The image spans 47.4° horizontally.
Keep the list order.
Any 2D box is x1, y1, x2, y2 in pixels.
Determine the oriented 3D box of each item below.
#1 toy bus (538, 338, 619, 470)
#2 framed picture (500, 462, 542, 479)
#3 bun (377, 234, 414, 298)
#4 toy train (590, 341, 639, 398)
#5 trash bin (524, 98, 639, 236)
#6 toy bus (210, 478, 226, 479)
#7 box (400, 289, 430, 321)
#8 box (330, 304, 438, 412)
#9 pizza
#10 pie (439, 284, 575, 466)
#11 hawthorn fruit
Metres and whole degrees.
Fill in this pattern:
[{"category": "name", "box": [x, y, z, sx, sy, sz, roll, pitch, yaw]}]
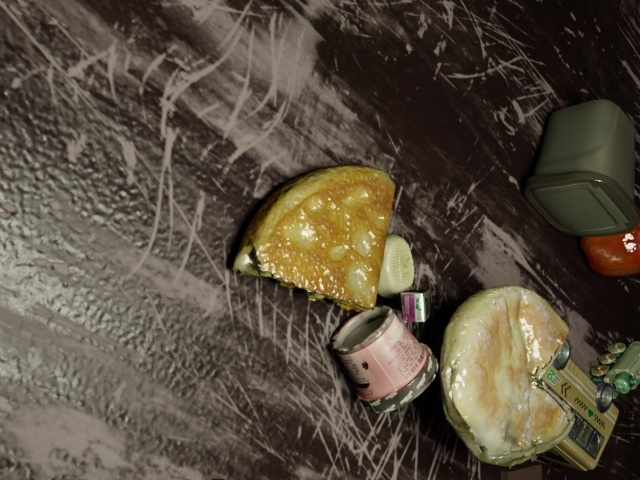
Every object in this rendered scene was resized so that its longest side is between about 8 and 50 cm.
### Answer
[{"category": "toy bus", "box": [0.461, 0.327, 1.520, 0.365, 0.177, 0.201, 40, 68, -33]}, {"category": "framed picture", "box": [0.436, 0.577, 1.580, 0.128, 0.023, 0.168, 5, 84, -41]}, {"category": "bun", "box": [0.119, 0.047, 1.311, 0.115, 0.069, 0.115, 6, 83, -56]}, {"category": "toy train", "box": [0.751, 0.318, 1.803, 0.194, 0.125, 0.080, -33, 105, -38]}, {"category": "trash bin", "box": [0.603, -0.167, 1.655, 0.220, 0.219, 0.250, 39, 57, -34]}, {"category": "toy bus", "box": [-0.079, 0.485, 1.051, 0.288, 0.194, 0.232, 17, 89, -40]}, {"category": "box", "box": [0.173, 0.114, 1.300, 0.207, 0.041, 0.049, 12, 76, -78]}, {"category": "box", "box": [0.101, 0.195, 1.242, 0.151, 0.151, 0.135, -46, 108, -33]}, {"category": "pizza", "box": [-0.002, -0.034, 1.206, 0.258, 0.087, 0.268, 24, 71, -33]}, {"category": "pie", "box": [0.329, 0.233, 1.295, 0.338, 0.075, 0.337, 8, 74, -28]}, {"category": "hawthorn fruit", "box": [0.736, 0.001, 1.761, 0.179, 0.200, 0.179, -3, 95, -41]}]
